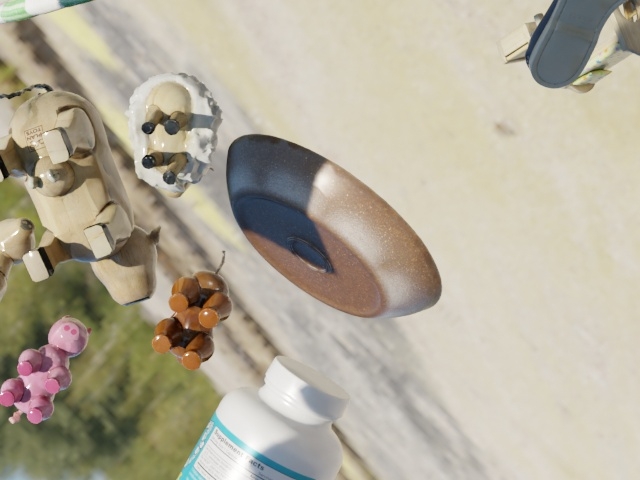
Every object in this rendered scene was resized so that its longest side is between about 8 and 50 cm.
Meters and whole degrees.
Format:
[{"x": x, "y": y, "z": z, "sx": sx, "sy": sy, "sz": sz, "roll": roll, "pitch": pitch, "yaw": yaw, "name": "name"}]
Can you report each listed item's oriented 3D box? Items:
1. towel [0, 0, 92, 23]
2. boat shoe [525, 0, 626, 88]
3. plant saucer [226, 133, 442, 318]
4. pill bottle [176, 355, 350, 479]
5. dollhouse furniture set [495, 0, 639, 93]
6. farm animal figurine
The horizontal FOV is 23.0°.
[{"x": -0.145, "y": -0.252, "z": 1.217, "sx": 0.324, "sy": 0.248, "sz": 0.038, "roll": -1, "pitch": 129, "yaw": 49, "name": "towel"}, {"x": 0.256, "y": -0.243, "z": 1.489, "sx": 0.075, "sy": 0.206, "sz": 0.065, "roll": 20, "pitch": -149, "yaw": -18, "name": "boat shoe"}, {"x": 0.000, "y": 0.000, "z": 1.193, "sx": 0.198, "sy": 0.036, "sz": 0.199, "roll": 33, "pitch": 158, "yaw": 15, "name": "plant saucer"}, {"x": -0.072, "y": 0.257, "z": 1.662, "sx": 0.146, "sy": 0.264, "sz": 0.146, "roll": 30, "pitch": -174, "yaw": -3, "name": "pill bottle"}, {"x": 0.330, "y": -0.227, "z": 1.800, "sx": 0.182, "sy": 0.161, "sz": 0.101, "roll": -31, "pitch": 75, "yaw": 53, "name": "dollhouse furniture set"}, {"x": -0.240, "y": 0.001, "z": 1.513, "sx": 0.172, "sy": 0.330, "sz": 0.327, "roll": -63, "pitch": -30, "yaw": -70, "name": "farm animal figurine"}]
